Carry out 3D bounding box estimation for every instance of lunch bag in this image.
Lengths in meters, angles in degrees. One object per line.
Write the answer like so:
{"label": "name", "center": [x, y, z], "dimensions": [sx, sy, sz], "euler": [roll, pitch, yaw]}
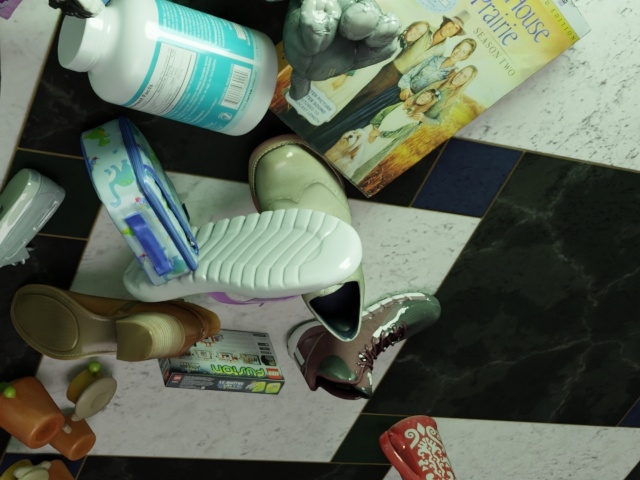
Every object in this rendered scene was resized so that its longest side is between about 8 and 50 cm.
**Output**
{"label": "lunch bag", "center": [-0.249, -0.051, 1.699], "dimensions": [0.090, 0.176, 0.219], "euler": [-24, 136, 1]}

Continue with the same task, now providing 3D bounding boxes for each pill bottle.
{"label": "pill bottle", "center": [-0.198, -0.233, 1.566], "dimensions": [0.264, 0.146, 0.146], "euler": [14, 125, -32]}

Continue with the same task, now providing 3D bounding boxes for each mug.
{"label": "mug", "center": [0.186, 0.443, 2.364], "dimensions": [0.150, 0.169, 0.113], "euler": [-2, 133, -22]}

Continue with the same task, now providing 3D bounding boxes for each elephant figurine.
{"label": "elephant figurine", "center": [0.009, -0.338, 1.551], "dimensions": [0.186, 0.239, 0.169], "euler": [-17, 160, 3]}

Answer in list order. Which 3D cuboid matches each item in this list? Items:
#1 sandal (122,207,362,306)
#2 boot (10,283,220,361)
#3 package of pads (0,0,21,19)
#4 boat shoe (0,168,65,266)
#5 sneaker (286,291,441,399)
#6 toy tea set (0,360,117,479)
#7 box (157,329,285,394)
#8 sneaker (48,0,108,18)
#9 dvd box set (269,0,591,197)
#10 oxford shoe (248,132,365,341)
{"label": "sandal", "center": [-0.103, 0.041, 1.770], "dimensions": [0.416, 0.169, 0.102], "euler": [-1, 133, 36]}
{"label": "boot", "center": [-0.313, 0.118, 1.884], "dimensions": [0.220, 0.284, 0.109], "euler": [-11, 104, -66]}
{"label": "package of pads", "center": [-0.407, -0.310, 1.485], "dimensions": [0.083, 0.032, 0.050], "euler": [23, 125, -36]}
{"label": "boat shoe", "center": [-0.443, -0.001, 1.735], "dimensions": [0.081, 0.079, 0.227], "euler": [26, 115, -34]}
{"label": "sneaker", "center": [0.094, 0.198, 2.093], "dimensions": [0.281, 0.162, 0.106], "euler": [-18, 136, -6]}
{"label": "toy tea set", "center": [-0.477, 0.330, 2.047], "dimensions": [0.200, 0.124, 0.336], "euler": [-21, 143, -48]}
{"label": "box", "center": [-0.169, 0.198, 2.018], "dimensions": [0.207, 0.114, 0.036], "euler": [8, 128, -29]}
{"label": "sneaker", "center": [-0.338, -0.411, 1.369], "dimensions": [0.330, 0.130, 0.147], "euler": [48, 69, -33]}
{"label": "dvd box set", "center": [0.145, -0.271, 1.735], "dimensions": [0.420, 0.062, 0.307], "euler": [-36, 135, 14]}
{"label": "oxford shoe", "center": [0.000, 0.000, 1.873], "dimensions": [0.141, 0.146, 0.397], "euler": [-24, 136, 2]}
